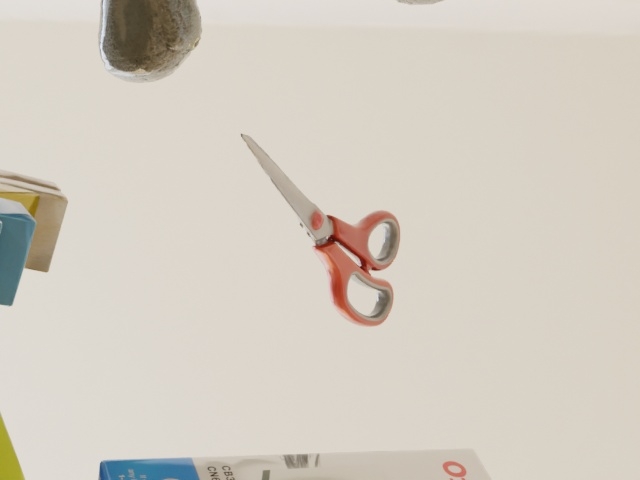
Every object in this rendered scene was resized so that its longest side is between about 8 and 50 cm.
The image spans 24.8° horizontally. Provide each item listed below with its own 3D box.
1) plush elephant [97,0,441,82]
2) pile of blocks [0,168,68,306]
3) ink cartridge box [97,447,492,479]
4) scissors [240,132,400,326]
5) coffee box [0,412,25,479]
[{"bbox_3d":[-0.045,-0.298,0.946,0.271,0.255,0.330,-19,-73,28],"label":"plush elephant"},{"bbox_3d":[-0.221,0.028,0.615,0.149,0.113,0.362,22,10,25],"label":"pile of blocks"},{"bbox_3d":[0.001,0.175,0.694,0.203,0.148,0.086,0,-60,-20],"label":"ink cartridge box"},{"bbox_3d":[0.000,0.000,1.231,0.021,0.109,0.297,11,-8,29],"label":"scissors"},{"bbox_3d":[-0.463,0.126,1.005,0.334,0.338,0.338,-23,-3,40],"label":"coffee box"}]
